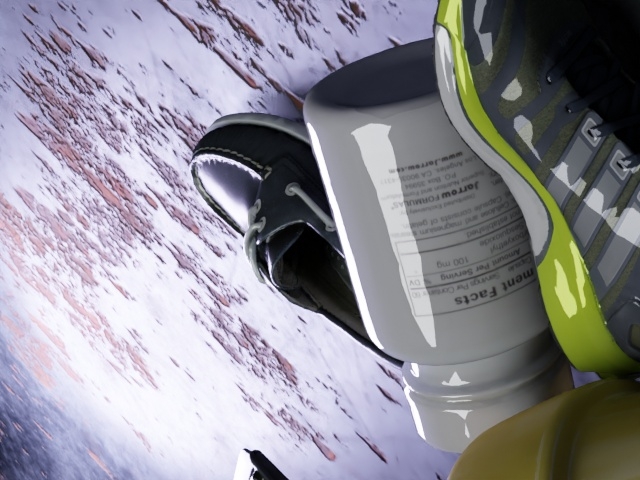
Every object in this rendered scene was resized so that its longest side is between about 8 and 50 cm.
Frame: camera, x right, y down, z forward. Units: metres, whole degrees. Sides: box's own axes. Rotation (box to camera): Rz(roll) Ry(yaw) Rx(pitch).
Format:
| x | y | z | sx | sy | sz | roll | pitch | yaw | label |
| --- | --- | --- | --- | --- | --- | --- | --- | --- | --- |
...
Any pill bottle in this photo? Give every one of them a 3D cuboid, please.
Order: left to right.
| x | y | z | sx | sy | sz | roll | pitch | yaw | label |
| --- | --- | --- | --- | --- | --- | --- | --- | --- | --- |
| 0.080 | 0.004 | 1.127 | 0.131 | 0.131 | 0.229 | 12 | 125 | 51 | pill bottle |

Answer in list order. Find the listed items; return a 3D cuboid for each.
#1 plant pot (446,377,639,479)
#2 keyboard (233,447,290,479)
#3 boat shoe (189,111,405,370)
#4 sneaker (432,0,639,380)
| x | y | z | sx | sy | sz | roll | pitch | yaw | label |
| --- | --- | --- | --- | --- | --- | --- | --- | --- | --- |
| 0.230 | 0.173 | 0.996 | 0.239 | 0.254 | 0.254 | -29 | 98 | 35 | plant pot |
| -0.014 | 0.305 | 1.520 | 0.201 | 0.033 | 0.317 | 43 | 151 | 20 | keyboard |
| 0.000 | 0.000 | 1.312 | 0.302 | 0.091 | 0.114 | 26 | 142 | 40 | boat shoe |
| 0.162 | -0.051 | 1.020 | 0.121 | 0.111 | 0.300 | -1 | 128 | 45 | sneaker |
